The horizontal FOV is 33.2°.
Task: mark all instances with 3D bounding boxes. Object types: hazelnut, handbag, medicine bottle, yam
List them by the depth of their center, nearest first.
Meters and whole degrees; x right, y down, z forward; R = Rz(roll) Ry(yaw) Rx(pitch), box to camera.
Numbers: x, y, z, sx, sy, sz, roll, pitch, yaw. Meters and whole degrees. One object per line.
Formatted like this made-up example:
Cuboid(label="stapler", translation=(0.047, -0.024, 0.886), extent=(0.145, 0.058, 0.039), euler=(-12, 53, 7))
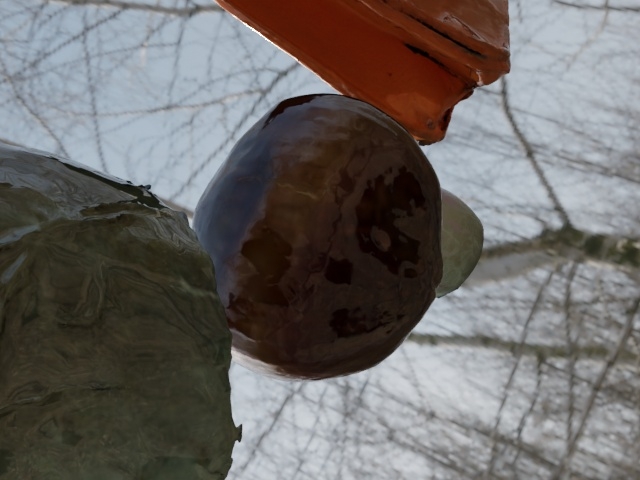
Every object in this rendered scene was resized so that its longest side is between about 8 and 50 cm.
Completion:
Cuboid(label="yam", translation=(-0.191, 0.039, 0.406), extent=(0.271, 0.201, 0.202), euler=(8, -39, -36))
Cuboid(label="hazelnut", translation=(0.000, 0.000, 0.749), extent=(0.178, 0.178, 0.203), euler=(23, -99, -59))
Cuboid(label="handbag", translation=(-0.003, -0.285, 1.028), extent=(0.116, 0.410, 0.303), euler=(-50, 14, 31))
Cuboid(label="medicine bottle", translation=(0.127, -0.011, 1.456), extent=(0.143, 0.147, 0.147), euler=(31, -97, -35))
